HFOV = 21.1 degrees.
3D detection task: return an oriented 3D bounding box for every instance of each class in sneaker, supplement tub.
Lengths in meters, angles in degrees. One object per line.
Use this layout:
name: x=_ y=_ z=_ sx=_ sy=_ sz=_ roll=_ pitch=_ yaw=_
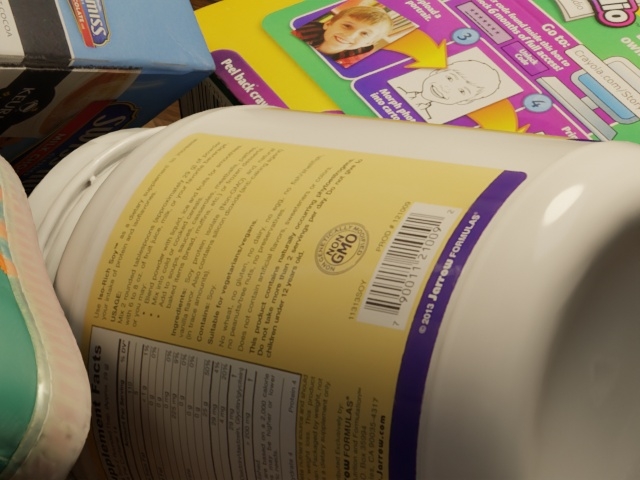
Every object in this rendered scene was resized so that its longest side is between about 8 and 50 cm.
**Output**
sneaker: x=-0.205 y=0.002 z=0.808 sx=0.121 sy=0.108 sz=0.302 roll=38 pitch=8 yaw=-40
supplement tub: x=0.019 y=0.059 z=0.838 sx=0.331 sy=0.241 sz=0.241 roll=9 pitch=8 yaw=41

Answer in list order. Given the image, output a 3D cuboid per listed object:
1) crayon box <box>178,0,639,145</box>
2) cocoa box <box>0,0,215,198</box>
crayon box: x=0.117 y=-0.075 z=1.170 sx=0.313 sy=0.106 sz=0.363 roll=-22 pitch=46 yaw=-19
cocoa box: x=-0.267 y=-0.206 z=1.106 sx=0.228 sy=0.231 sz=0.347 roll=-4 pitch=67 yaw=-51
